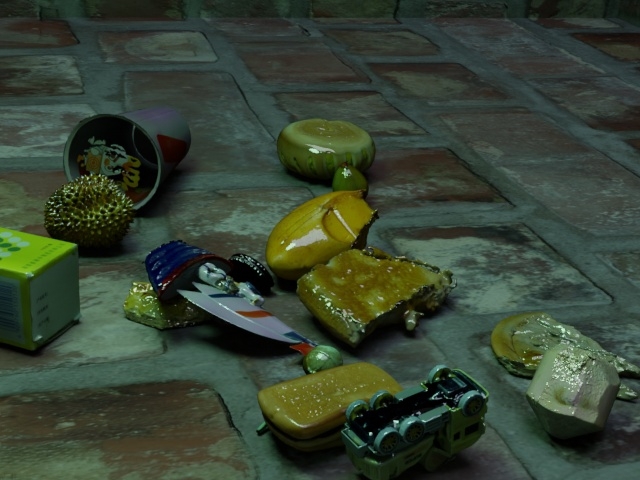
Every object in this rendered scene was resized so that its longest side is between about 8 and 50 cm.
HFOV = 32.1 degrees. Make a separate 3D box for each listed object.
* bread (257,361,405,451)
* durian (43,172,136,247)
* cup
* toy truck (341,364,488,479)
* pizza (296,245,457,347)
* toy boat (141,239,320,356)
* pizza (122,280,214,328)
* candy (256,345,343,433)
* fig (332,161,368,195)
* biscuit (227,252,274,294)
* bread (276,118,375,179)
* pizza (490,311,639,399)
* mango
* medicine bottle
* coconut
[{"bbox_3d":[0.016,0.224,1.483,0.200,0.077,0.116,-11,34,-34],"label":"bread"},{"bbox_3d":[-0.409,-0.049,1.974,0.168,0.137,0.158,-12,6,-5],"label":"durian"},{"bbox_3d":[-0.363,-0.179,2.222,0.203,0.203,0.288,8,18,9],"label":"cup"},{"bbox_3d":[0.121,0.246,1.414,0.191,0.116,0.085,-19,32,-25],"label":"toy truck"},{"bbox_3d":[0.097,0.084,1.810,0.189,0.071,0.297,35,38,31],"label":"pizza"},{"bbox_3d":[-0.151,0.098,1.708,0.219,0.072,0.318,7,26,-45],"label":"toy boat"},{"bbox_3d":[-0.250,0.101,1.768,0.160,0.035,0.099,16,27,25],"label":"pizza"},{"bbox_3d":[-0.033,0.211,1.557,0.061,0.061,0.202,17,36,26],"label":"candy"},{"bbox_3d":[0.058,-0.116,2.248,0.074,0.088,0.074,-18,20,7],"label":"fig"},{"bbox_3d":[-0.118,0.057,1.867,0.089,0.087,0.027,41,61,-4],"label":"biscuit"},{"bbox_3d":[0.013,-0.188,2.381,0.213,0.104,0.213,7,25,-3],"label":"bread"},{"bbox_3d":[0.375,0.178,1.706,0.262,0.034,0.181,24,30,37],"label":"pizza"},{"bbox_3d":[0.000,0.000,1.934,0.154,0.126,0.252,31,41,26],"label":"mango"},{"bbox_3d":[-0.503,0.063,1.685,0.250,0.141,0.137,12,27,17],"label":"medicine bottle"},{"bbox_3d":[0.343,0.213,1.528,0.116,0.122,0.116,22,-10,4],"label":"coconut"}]
